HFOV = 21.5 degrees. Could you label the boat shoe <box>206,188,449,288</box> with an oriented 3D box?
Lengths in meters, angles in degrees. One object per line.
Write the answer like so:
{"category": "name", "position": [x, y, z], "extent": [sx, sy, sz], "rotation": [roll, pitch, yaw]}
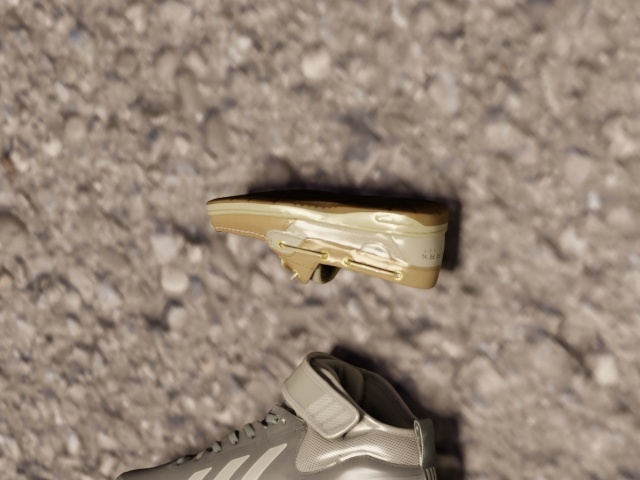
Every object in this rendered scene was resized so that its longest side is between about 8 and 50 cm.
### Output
{"category": "boat shoe", "position": [0.000, 0.000, 0.836], "extent": [0.135, 0.050, 0.045], "rotation": [6, 102, 35]}

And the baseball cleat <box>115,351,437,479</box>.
{"category": "baseball cleat", "position": [-0.025, 0.112, 0.888], "extent": [0.206, 0.072, 0.109], "rotation": [0, 90, 32]}
